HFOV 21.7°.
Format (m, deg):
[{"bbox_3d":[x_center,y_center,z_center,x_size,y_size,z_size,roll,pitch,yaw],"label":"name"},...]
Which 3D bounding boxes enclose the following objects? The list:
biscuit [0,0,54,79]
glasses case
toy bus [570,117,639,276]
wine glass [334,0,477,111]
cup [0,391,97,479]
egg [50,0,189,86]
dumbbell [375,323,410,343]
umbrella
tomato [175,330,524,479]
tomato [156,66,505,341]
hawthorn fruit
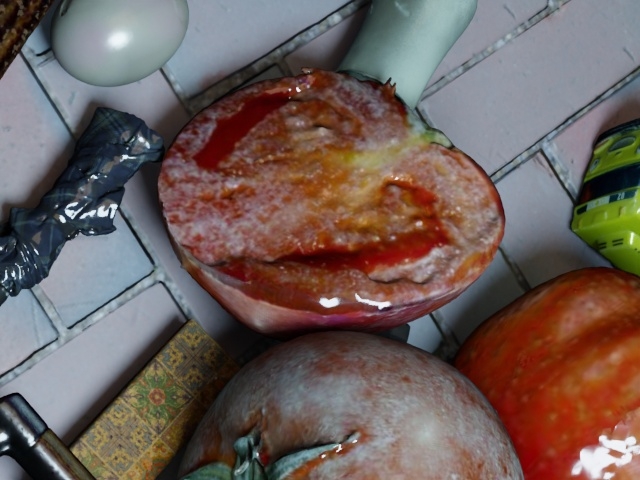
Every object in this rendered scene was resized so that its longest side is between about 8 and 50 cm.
[{"bbox_3d":[-0.267,-0.224,1.455,0.070,0.106,0.252,37,66,-18],"label":"biscuit"},{"bbox_3d":[-0.163,0.172,1.469,0.075,0.049,0.218,45,64,-5],"label":"glasses case"},{"bbox_3d":[0.394,-0.003,1.750,0.262,0.128,0.150,36,66,-18],"label":"toy bus"},{"bbox_3d":[0.099,-0.231,1.653,0.103,0.103,0.231,36,71,-18],"label":"wine glass"},{"bbox_3d":[-0.307,0.228,1.341,0.239,0.166,0.177,-14,81,-53],"label":"cup"},{"bbox_3d":[-0.178,-0.193,1.497,0.135,0.103,0.103,-31,95,-30],"label":"egg"},{"bbox_3d":[0.075,0.062,1.622,0.040,0.036,0.083,23,71,-24],"label":"dumbbell"},{"bbox_3d":[-0.226,-0.018,1.466,0.224,0.080,0.071,-50,139,-22],"label":"umbrella"},{"bbox_3d":[0.020,0.231,1.403,0.282,0.316,0.317,13,75,-36],"label":"tomato"},{"bbox_3d":[0.002,0.001,1.524,0.309,0.170,0.309,2,51,-2],"label":"tomato"},{"bbox_3d":[0.233,0.195,1.559,0.330,0.287,0.287,-36,98,-11],"label":"hawthorn fruit"}]
